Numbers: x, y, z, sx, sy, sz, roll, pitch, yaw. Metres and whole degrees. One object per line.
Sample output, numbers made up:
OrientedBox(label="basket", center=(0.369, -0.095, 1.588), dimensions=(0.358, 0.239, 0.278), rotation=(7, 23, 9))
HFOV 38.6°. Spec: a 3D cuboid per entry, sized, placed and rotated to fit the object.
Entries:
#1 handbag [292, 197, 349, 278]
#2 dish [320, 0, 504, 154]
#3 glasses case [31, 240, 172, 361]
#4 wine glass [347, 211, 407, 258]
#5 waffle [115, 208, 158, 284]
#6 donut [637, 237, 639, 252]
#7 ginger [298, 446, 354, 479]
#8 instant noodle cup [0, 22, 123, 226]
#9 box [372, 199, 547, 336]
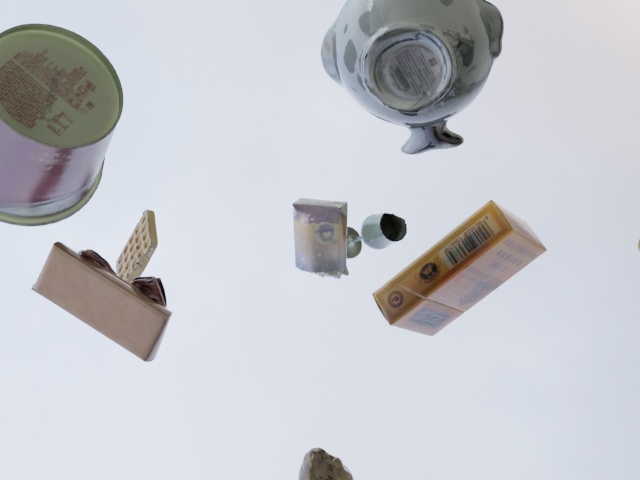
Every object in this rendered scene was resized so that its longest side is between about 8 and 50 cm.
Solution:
OrientedBox(label="handbag", center=(0.000, 0.000, 1.940), dimensions=(0.095, 0.117, 0.173), rotation=(-39, -49, -60))
OrientedBox(label="dish", center=(0.109, -0.201, 1.082), dimensions=(0.078, 0.224, 0.246), rotation=(-73, -30, -57))
OrientedBox(label="glasses case", center=(-0.279, 0.065, 1.227), dimensions=(0.193, 0.102, 0.070), rotation=(31, -162, 5))
OrientedBox(label="wine glass", center=(0.106, -0.012, 1.979), dimensions=(0.079, 0.195, 0.079), rotation=(7, -104, -28))
OrientedBox(label="waffle", center=(-0.304, 0.022, 1.504), dimensions=(0.021, 0.135, 0.092), rotation=(15, -145, -29))
OrientedBox(label="donut", center=(0.463, -0.018, 1.243), dimensions=(0.038, 0.083, 0.067), rotation=(28, -141, -49))
OrientedBox(label="ginger", center=(0.004, 0.332, 1.118), dimensions=(0.204, 0.080, 0.104), rotation=(-82, -30, -76))
OrientedBox(label="instant noodle cup", center=(-0.371, -0.159, 1.187), dimensions=(0.235, 0.178, 0.234), rotation=(15, -121, -26))
OrientedBox(label="box", center=(0.248, 0.056, 1.619), dimensions=(0.174, 0.274, 0.076), rotation=(23, -148, -54))
